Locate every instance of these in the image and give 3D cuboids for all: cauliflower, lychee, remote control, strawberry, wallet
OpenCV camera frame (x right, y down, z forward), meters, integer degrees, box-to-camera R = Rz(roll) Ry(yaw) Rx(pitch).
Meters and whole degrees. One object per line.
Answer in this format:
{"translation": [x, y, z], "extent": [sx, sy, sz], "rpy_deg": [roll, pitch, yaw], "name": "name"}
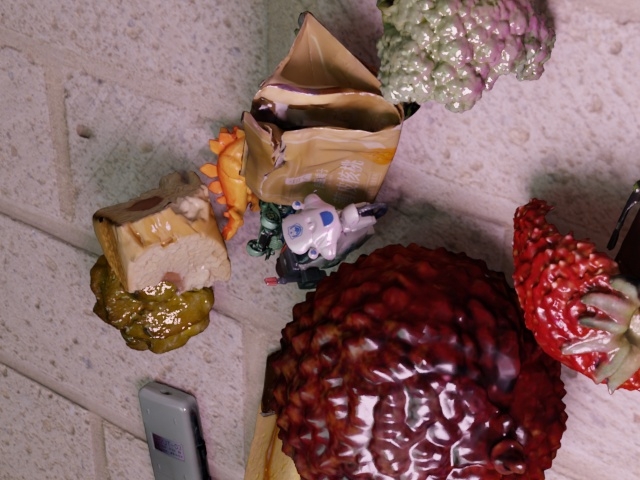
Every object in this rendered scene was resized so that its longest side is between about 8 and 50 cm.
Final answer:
{"translation": [0.158, -0.284, 1.587], "extent": [0.315, 0.239, 0.256], "rpy_deg": [147, 103, -79], "name": "cauliflower"}
{"translation": [0.147, 0.220, 1.718], "extent": [0.500, 0.424, 0.425], "rpy_deg": [35, 139, 56], "name": "lychee"}
{"translation": [-0.279, 0.422, 2.441], "extent": [0.140, 0.056, 0.296], "rpy_deg": [15, 124, 36], "name": "remote control"}
{"translation": [0.319, 0.080, 1.593], "extent": [0.233, 0.137, 0.306], "rpy_deg": [50, 180, -28], "name": "strawberry"}
{"translation": [-0.018, 0.223, 2.077], "extent": [0.031, 0.122, 0.232], "rpy_deg": [24, 150, -34], "name": "wallet"}

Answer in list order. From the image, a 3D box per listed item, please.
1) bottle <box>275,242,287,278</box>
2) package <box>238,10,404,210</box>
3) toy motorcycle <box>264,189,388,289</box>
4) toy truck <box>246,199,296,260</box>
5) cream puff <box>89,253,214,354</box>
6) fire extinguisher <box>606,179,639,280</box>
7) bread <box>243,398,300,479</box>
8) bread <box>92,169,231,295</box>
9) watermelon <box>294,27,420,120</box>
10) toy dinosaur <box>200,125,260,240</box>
{"translation": [-0.023, 0.006, 1.979], "extent": [0.060, 0.060, 0.164], "rpy_deg": [45, 135, 10], "name": "bottle"}
{"translation": [-0.024, -0.135, 1.739], "extent": [0.221, 0.165, 0.311], "rpy_deg": [47, 162, 10], "name": "package"}
{"translation": [0.000, 0.000, 1.798], "extent": [0.221, 0.150, 0.102], "rpy_deg": [-48, 57, 57], "name": "toy motorcycle"}
{"translation": [-0.061, -0.040, 1.933], "extent": [0.078, 0.154, 0.080], "rpy_deg": [20, 129, -7], "name": "toy truck"}
{"translation": [-0.301, 0.089, 2.191], "extent": [0.244, 0.196, 0.244], "rpy_deg": [43, 163, 16], "name": "cream puff"}
{"translation": [0.441, -0.078, 1.484], "extent": [0.341, 0.141, 0.105], "rpy_deg": [103, 149, -41], "name": "fire extinguisher"}
{"translation": [-0.071, 0.368, 2.089], "extent": [0.167, 0.264, 0.163], "rpy_deg": [-31, 94, 40], "name": "bread"}
{"translation": [-0.265, -0.038, 2.005], "extent": [0.224, 0.183, 0.211], "rpy_deg": [59, 161, 25], "name": "bread"}
{"translation": [0.057, -0.226, 1.733], "extent": [0.245, 0.063, 0.119], "rpy_deg": [40, 164, 38], "name": "watermelon"}
{"translation": [-0.137, -0.124, 1.995], "extent": [0.117, 0.070, 0.288], "rpy_deg": [33, 127, 22], "name": "toy dinosaur"}
